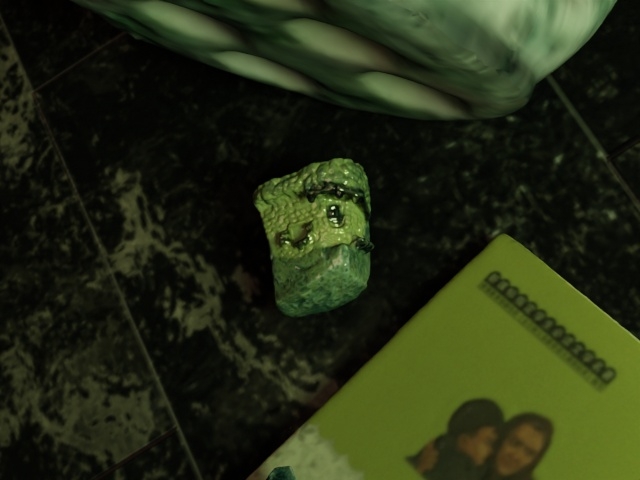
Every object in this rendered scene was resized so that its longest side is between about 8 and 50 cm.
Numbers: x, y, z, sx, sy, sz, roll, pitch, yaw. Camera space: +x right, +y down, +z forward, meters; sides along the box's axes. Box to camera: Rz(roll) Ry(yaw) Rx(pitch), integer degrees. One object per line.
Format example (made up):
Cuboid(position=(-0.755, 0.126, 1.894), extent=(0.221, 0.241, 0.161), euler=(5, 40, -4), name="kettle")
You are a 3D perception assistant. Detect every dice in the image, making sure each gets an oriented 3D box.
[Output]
Cuboid(position=(0.007, -0.277, 1.031), extent=(0.330, 0.328, 0.348), euler=(7, 79, 33), name="dice")

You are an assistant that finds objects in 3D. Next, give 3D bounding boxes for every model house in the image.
Cuboid(position=(0.000, 0.000, 1.075), extent=(0.079, 0.066, 0.083), euler=(-17, 59, 18), name="model house")

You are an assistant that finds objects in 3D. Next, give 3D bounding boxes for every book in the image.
Cuboid(position=(0.061, 0.181, 0.970), extent=(0.352, 0.035, 0.239), euler=(-45, 53, -3), name="book")

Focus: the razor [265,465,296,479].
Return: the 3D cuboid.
Cuboid(position=(-0.002, 0.216, 0.946), extent=(0.066, 0.033, 0.190), euler=(-59, 37, 43), name="razor")
